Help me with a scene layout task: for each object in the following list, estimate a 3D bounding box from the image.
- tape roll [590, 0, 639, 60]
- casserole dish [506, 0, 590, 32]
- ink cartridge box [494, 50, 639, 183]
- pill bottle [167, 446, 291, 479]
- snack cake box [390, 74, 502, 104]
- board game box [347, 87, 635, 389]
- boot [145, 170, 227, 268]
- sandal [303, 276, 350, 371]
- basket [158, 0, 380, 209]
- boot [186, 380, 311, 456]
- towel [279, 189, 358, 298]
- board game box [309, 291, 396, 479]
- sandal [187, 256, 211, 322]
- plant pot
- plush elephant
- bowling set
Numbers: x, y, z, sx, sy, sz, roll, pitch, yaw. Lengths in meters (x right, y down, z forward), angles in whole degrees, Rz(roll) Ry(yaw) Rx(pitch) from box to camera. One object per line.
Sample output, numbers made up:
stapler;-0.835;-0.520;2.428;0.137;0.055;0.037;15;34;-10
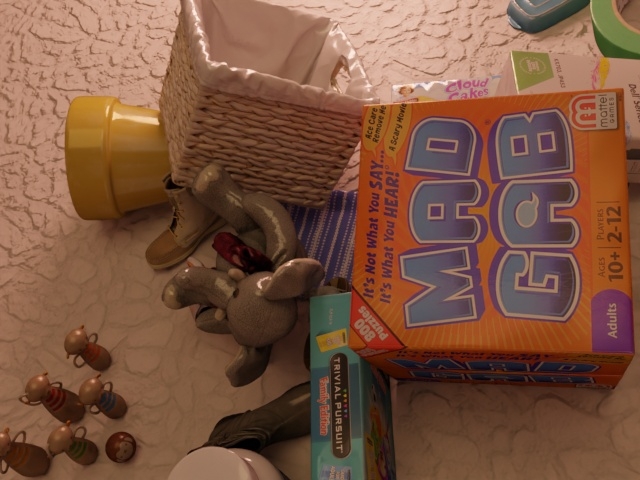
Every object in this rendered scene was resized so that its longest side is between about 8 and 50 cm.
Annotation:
tape roll;0.696;-0.461;1.519;0.321;0.077;0.321;-11;59;19
casserole dish;0.487;-0.515;1.663;0.188;0.037;0.114;-29;57;-3
ink cartridge box;0.501;-0.214;1.362;0.354;0.119;0.207;3;54;-3
pill bottle;-0.111;0.401;1.130;0.169;0.301;0.169;-8;58;12
snack cake box;0.272;-0.234;1.526;0.264;0.089;0.152;-3;60;15
board game box;0.264;0.021;1.176;0.357;0.356;0.356;-1;73;16
boot;-0.280;-0.052;1.533;0.213;0.165;0.077;-39;56;-10
sandal;0.023;0.154;1.389;0.072;0.049;0.180;-1;62;32
basket;-0.117;-0.264;1.449;0.331;0.266;0.328;9;38;-25
boot;-0.083;0.309;1.255;0.247;0.161;0.083;-23;90;7
towel;0.000;0.000;1.497;0.336;0.040;0.243;6;63;20
board game box;0.054;0.285;1.179;0.079;0.253;0.336;-8;58;12
sandal;-0.195;0.134;1.436;0.076;0.102;0.265;-36;59;-10
plant pot;-0.374;-0.172;1.603;0.239;0.254;0.254;-2;58;-4
plush elephant;-0.119;0.074;1.248;0.330;0.255;0.271;26;106;2
bowling set;-0.420;0.303;1.369;0.200;0.154;0.287;14;65;24
